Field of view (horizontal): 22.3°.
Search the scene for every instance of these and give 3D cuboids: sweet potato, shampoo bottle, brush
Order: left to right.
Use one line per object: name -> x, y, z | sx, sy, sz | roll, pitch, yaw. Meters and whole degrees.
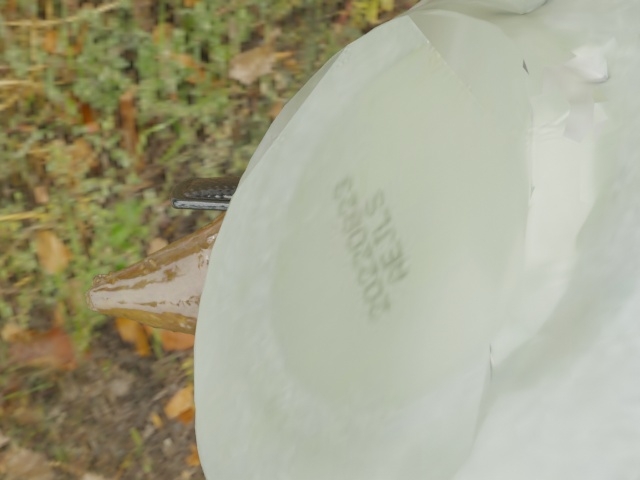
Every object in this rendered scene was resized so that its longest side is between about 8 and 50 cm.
sweet potato -> 0.001, 0.002, 1.148 | 0.336, 0.131, 0.131 | -8, 94, -12
brush -> 0.005, -0.028, 0.991 | 0.193, 0.063, 0.016 | 3, 108, 4
shampoo bottle -> 0.130, 0.059, 0.578 | 0.322, 0.322, 0.317 | -37, 127, 19
